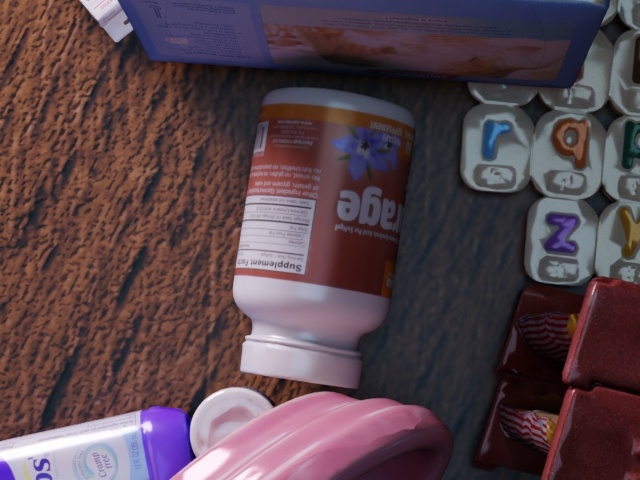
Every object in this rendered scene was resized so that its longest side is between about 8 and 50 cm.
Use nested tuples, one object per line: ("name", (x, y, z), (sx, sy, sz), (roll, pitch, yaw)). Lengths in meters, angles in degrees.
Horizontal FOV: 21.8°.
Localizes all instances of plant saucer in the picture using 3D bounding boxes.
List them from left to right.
("plant saucer", (-0.055, 0.218, 1.148), (0.332, 0.332, 0.084), (-41, 71, -3))

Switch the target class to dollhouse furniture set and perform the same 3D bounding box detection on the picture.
("dollhouse furniture set", (0.325, 0.143, 1.221), (0.374, 0.201, 0.152), (14, 85, -6))

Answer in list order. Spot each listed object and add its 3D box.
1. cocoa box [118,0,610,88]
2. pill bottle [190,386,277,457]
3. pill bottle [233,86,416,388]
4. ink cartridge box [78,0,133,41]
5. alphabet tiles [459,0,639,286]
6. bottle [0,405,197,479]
("cocoa box", (0.034, -0.253, 1.215), (0.347, 0.231, 0.228), (4, 81, 3))
("pill bottle", (-0.061, 0.143, 1.248), (0.067, 0.120, 0.067), (0, 85, 0))
("pill bottle", (0.000, 0.000, 1.261), (0.121, 0.121, 0.216), (8, 86, 0))
("ink cartridge box", (-0.173, -0.205, 1.323), (0.048, 0.028, 0.083), (-41, 87, -3))
("alphabet tiles", (0.255, -0.097, 1.321), (0.284, 0.021, 0.278), (5, 86, 0))
("bottle", (-0.227, 0.206, 1.256), (0.283, 0.092, 0.118), (-11, 87, -1))
